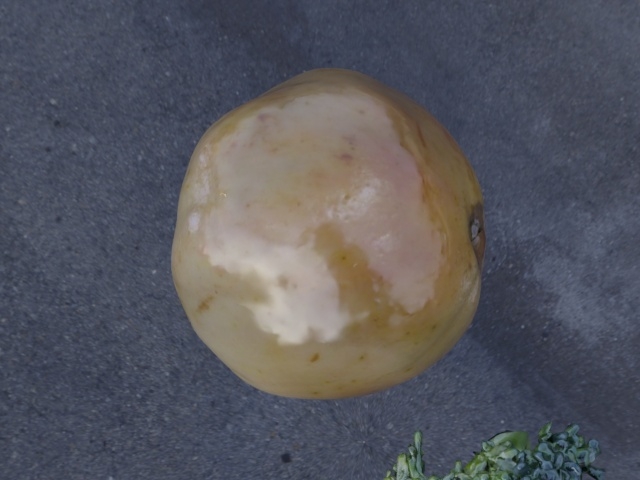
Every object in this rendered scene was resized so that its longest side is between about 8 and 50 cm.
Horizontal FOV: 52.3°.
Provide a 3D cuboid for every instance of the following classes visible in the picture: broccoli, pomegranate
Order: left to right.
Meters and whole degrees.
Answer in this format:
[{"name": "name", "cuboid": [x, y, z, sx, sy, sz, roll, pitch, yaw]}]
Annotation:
[{"name": "pomegranate", "cuboid": [0.000, 0.000, 0.800, 0.411, 0.411, 0.411, -1, 73, 3]}, {"name": "broccoli", "cuboid": [0.109, 0.183, 0.423, 0.154, 0.160, 0.167, 4, 111, 16]}]
